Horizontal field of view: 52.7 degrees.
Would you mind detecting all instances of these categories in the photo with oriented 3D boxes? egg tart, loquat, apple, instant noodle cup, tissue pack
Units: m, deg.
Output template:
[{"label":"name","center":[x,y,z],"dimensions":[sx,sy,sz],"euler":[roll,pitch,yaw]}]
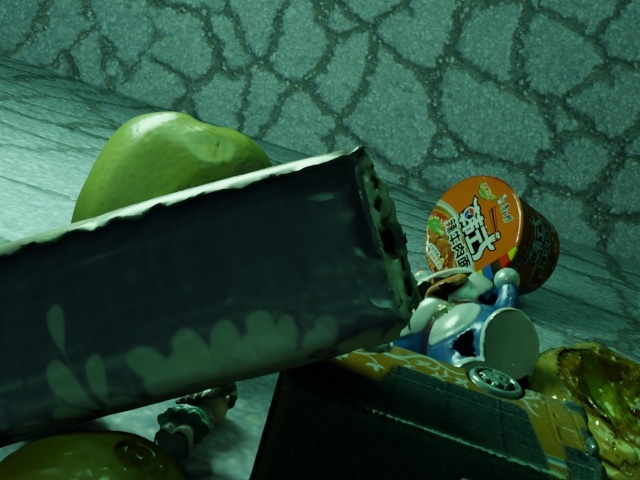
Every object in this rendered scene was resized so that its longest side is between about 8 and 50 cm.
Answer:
[{"label":"egg tart","center":[0.352,0.230,0.709],"dimensions":[0.290,0.115,0.290],"euler":[20,20,-7]},{"label":"loquat","center":[-0.130,0.171,0.344],"dimensions":[0.141,0.141,0.141],"euler":[17,14,-4]},{"label":"apple","center":[-0.173,-0.023,0.809],"dimensions":[0.279,0.279,0.279],"euler":[17,14,-4]},{"label":"instant noodle cup","center":[0.379,0.007,1.396],"dimensions":[0.192,0.250,0.250],"euler":[19,11,-38]},{"label":"tissue pack","center":[-0.106,0.045,0.458],"dimensions":[0.343,0.125,0.242],"euler":[-17,-6,7]}]

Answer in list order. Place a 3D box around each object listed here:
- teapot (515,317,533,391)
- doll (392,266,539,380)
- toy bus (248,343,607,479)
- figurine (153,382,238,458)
[{"label":"teapot","center":[0.264,0.169,0.942],"dimensions":[0.096,0.087,0.177],"euler":[-2,9,15]},{"label":"doll","center":[0.168,0.119,0.798],"dimensions":[0.161,0.215,0.257],"euler":[48,-1,-4]},{"label":"toy bus","center":[0.089,0.182,0.558],"dimensions":[0.275,0.138,0.167],"euler":[18,16,6]},{"label":"figurine","center":[-0.117,0.157,0.594],"dimensions":[0.060,0.047,0.106],"euler":[-15,12,20]}]
